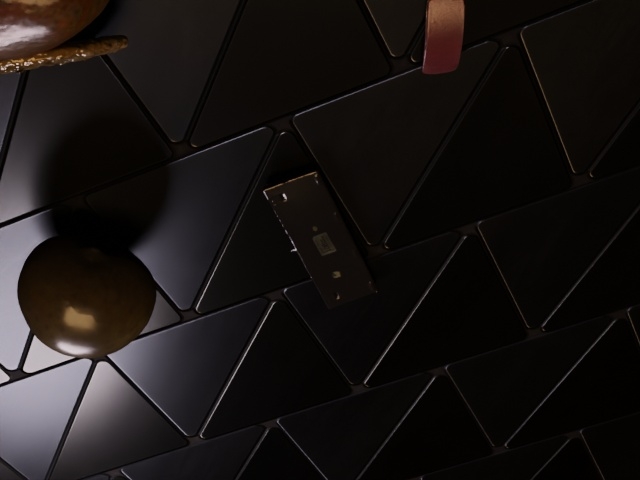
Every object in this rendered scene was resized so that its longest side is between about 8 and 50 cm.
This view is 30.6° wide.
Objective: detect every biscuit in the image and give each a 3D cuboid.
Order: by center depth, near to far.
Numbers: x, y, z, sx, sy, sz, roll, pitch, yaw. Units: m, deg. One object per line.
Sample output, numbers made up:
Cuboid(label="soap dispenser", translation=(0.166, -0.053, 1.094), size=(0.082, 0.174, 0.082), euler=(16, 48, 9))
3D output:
Cuboid(label="biscuit", translation=(-0.354, -0.238, 1.507), size=(0.220, 0.220, 0.033), euler=(-9, 100, 4))

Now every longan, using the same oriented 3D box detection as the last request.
Cuboid(label="longan", translation=(-0.373, 0.089, 1.849), size=(0.220, 0.196, 0.196), euler=(19, 132, -31))

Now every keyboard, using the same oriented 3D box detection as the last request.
Cuboid(label="keyboard", translation=(0.000, 0.000, 1.916), size=(0.106, 0.027, 0.317), euler=(-18, 136, 8))

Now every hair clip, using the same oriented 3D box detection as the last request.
Cuboid(label="hair clip", translation=(0.170, -0.282, 1.632), size=(0.054, 0.022, 0.137), euler=(-5, 138, -5))

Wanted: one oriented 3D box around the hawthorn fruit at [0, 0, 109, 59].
Cuboid(label="hawthorn fruit", translation=(-0.368, -0.334, 1.340), size=(0.268, 0.267, 0.301), euler=(17, 161, -24))
